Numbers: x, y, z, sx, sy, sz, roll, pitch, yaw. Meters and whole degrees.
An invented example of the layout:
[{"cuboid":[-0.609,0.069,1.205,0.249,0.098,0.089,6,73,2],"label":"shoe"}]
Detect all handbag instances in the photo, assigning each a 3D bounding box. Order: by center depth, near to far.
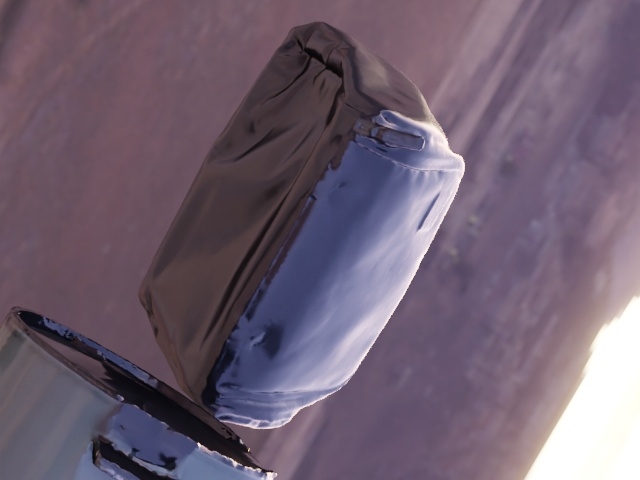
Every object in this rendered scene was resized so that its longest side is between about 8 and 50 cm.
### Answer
[{"cuboid":[0.002,0.001,1.429,0.302,0.178,0.275,-60,-153,10],"label":"handbag"}]

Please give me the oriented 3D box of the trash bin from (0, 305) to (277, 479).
[{"cuboid":[-0.190,0.210,1.207,0.263,0.217,0.277,-57,-167,-2],"label":"trash bin"}]
